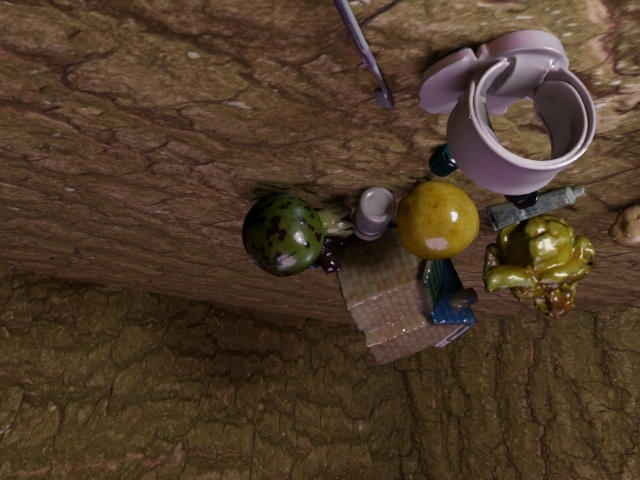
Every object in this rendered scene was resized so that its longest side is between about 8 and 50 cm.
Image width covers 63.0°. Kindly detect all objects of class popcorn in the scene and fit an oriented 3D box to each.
[{"bbox_3d":[0.613,0.058,1.551,0.320,0.290,0.325,17,154,-17],"label":"popcorn"}]

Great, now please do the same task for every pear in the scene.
[{"bbox_3d":[0.293,-0.054,1.344,0.208,0.209,0.209,1,163,0],"label":"pear"}]

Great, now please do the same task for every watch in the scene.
[{"bbox_3d":[0.289,-0.191,0.849,0.243,0.232,0.196,-1,165,-4],"label":"watch"}]

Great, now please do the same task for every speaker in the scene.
[{"bbox_3d":[0.297,-0.177,1.169,0.094,0.060,0.075,7,163,-18],"label":"speaker"}]

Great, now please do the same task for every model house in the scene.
[{"bbox_3d":[0.284,0.124,1.731,0.399,0.395,0.445,-18,142,10],"label":"model house"}]

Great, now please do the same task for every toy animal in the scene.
[{"bbox_3d":[0.003,0.008,1.561,0.218,0.180,0.116,-21,155,4],"label":"toy animal"}]

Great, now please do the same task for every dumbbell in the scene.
[{"bbox_3d":[0.511,-0.119,1.329,0.069,0.070,0.147,-14,157,39],"label":"dumbbell"}]

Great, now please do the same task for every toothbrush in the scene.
[{"bbox_3d":[0.065,-0.305,0.841,0.029,0.024,0.354,3,165,23],"label":"toothbrush"}]

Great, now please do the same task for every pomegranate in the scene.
[{"bbox_3d":[-0.059,-0.018,1.417,0.305,0.243,0.242,-5,162,7],"label":"pomegranate"}]

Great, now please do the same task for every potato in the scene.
[{"bbox_3d":[0.925,-0.053,1.448,0.234,0.128,0.161,-20,169,38],"label":"potato"}]

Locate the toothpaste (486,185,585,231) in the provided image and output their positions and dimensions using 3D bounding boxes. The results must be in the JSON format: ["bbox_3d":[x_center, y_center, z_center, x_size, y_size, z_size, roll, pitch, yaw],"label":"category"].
[{"bbox_3d":[0.582,-0.092,1.424,0.268,0.047,0.069,-21,123,43],"label":"toothpaste"}]

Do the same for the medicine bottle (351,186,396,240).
[{"bbox_3d":[0.144,-0.072,1.442,0.104,0.105,0.168,2,162,-4],"label":"medicine bottle"}]

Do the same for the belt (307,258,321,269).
[{"bbox_3d":[-0.077,0.024,1.733,0.128,0.122,0.218,-10,153,36],"label":"belt"}]
